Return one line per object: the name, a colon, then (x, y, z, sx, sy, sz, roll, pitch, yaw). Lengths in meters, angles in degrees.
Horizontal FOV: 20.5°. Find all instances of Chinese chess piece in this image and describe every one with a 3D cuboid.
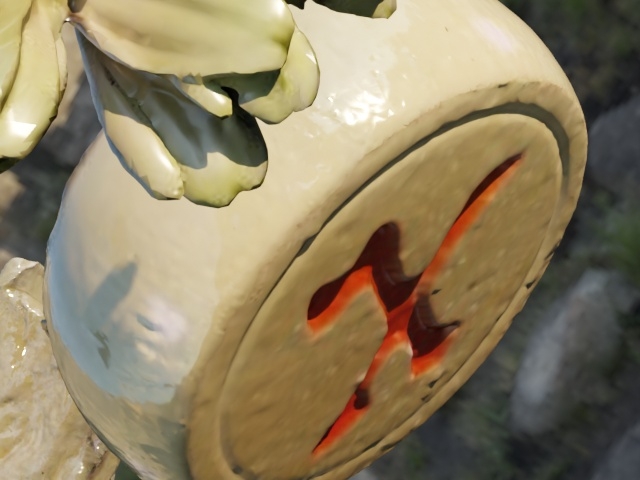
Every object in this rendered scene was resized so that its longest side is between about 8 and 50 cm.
Chinese chess piece: (0.000, 0.000, 1.010, 0.338, 0.140, 0.338, -36, -29, -24)

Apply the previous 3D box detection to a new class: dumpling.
dumpling: (-0.215, 0.189, 1.446, 0.086, 0.166, 0.332, 2, 80, 50)

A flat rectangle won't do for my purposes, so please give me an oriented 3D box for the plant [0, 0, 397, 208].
plant: (-0.116, -0.170, 0.623, 0.306, 0.261, 0.297, -25, 33, -10)
